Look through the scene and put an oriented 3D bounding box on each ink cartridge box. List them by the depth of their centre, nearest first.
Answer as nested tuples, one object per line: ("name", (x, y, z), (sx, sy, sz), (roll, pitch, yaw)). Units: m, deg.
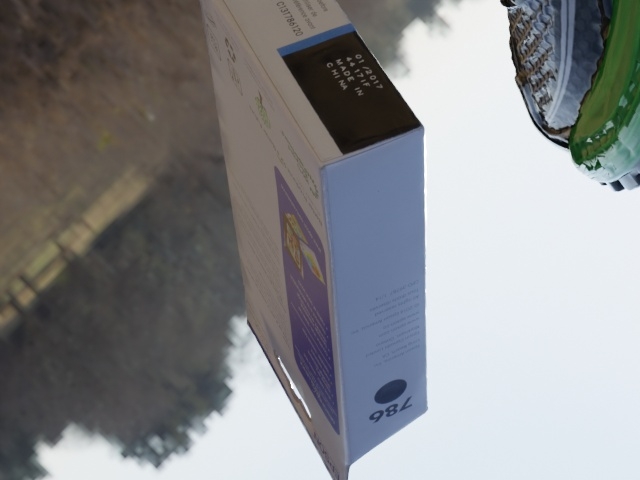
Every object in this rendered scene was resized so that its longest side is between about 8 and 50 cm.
("ink cartridge box", (0.000, 0.000, 0.915), (0.065, 0.165, 0.332), (-22, 145, -14))

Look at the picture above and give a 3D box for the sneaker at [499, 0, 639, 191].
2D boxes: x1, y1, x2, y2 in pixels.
("sneaker", (0.082, -0.145, 0.442), (0.134, 0.146, 0.343), (-51, 154, -23))
